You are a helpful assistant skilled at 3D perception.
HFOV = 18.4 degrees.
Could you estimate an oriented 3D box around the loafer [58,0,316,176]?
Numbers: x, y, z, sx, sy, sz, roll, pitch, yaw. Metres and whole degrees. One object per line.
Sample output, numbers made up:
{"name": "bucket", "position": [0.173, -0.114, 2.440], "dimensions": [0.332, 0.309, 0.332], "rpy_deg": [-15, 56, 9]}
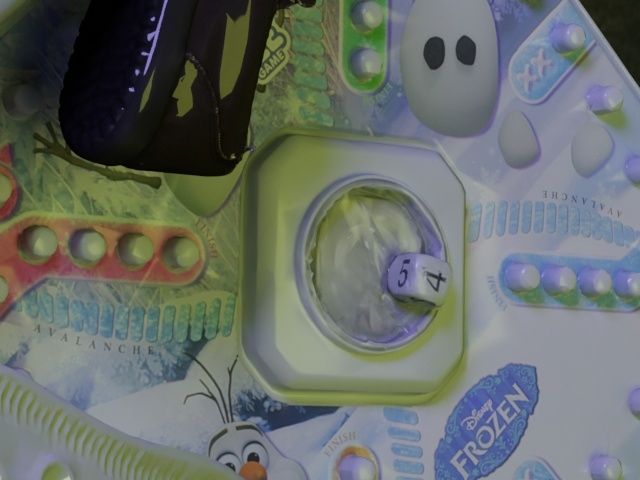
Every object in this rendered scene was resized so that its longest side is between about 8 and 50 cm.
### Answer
{"name": "loafer", "position": [-0.039, -0.123, 0.810], "dimensions": [0.078, 0.080, 0.220], "rpy_deg": [28, 76, -36]}

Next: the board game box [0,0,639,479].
{"name": "board game box", "position": [0.025, 0.011, 0.907], "dimensions": [0.390, 0.050, 0.390], "rpy_deg": [-47, 110, -26]}

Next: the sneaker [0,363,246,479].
{"name": "sneaker", "position": [-0.157, 0.143, 0.739], "dimensions": [0.323, 0.236, 0.130], "rpy_deg": [45, 42, -49]}

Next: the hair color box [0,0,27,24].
{"name": "hair color box", "position": [-0.225, -0.110, 0.672], "dimensions": [0.374, 0.114, 0.185], "rpy_deg": [-48, 128, -27]}

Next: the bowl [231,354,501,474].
{"name": "bowl", "position": [0.009, 0.126, 0.964], "dimensions": [0.170, 0.080, 0.170], "rpy_deg": [4, 83, -32]}
